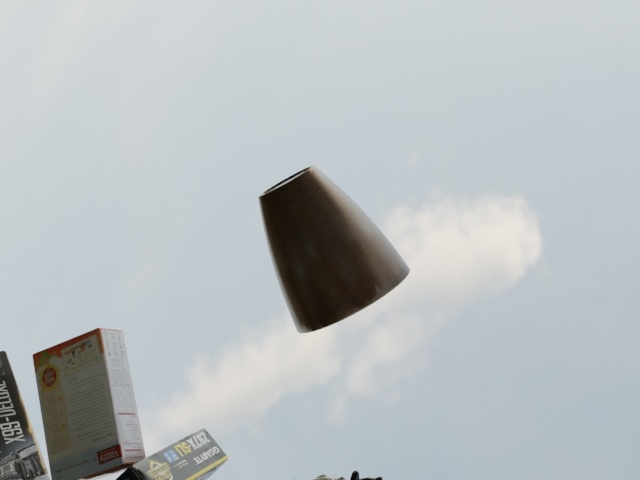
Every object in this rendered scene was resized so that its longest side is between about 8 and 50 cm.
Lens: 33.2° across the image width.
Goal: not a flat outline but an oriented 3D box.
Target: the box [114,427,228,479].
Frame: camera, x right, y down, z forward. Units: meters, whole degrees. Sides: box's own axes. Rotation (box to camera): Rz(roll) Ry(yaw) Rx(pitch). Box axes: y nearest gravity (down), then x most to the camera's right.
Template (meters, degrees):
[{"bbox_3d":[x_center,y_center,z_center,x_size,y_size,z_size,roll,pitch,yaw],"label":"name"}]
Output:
[{"bbox_3d":[-0.328,0.458,1.759,0.322,0.257,0.079,-44,-102,16],"label":"box"}]

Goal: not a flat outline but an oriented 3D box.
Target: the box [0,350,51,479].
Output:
[{"bbox_3d":[-0.433,0.342,1.454,0.242,0.077,0.307,55,-36,42],"label":"box"}]

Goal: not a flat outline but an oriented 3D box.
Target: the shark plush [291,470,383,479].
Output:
[{"bbox_3d":[0.006,0.355,1.483,0.161,0.067,0.073,-26,-149,-14],"label":"shark plush"}]

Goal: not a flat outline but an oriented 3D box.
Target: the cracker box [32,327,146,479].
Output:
[{"bbox_3d":[-0.387,0.279,1.789,0.156,0.067,0.232,-21,-109,25],"label":"cracker box"}]

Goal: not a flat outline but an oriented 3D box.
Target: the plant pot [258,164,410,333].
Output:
[{"bbox_3d":[0.000,0.000,1.776,0.215,0.230,0.215,-28,-173,4],"label":"plant pot"}]
